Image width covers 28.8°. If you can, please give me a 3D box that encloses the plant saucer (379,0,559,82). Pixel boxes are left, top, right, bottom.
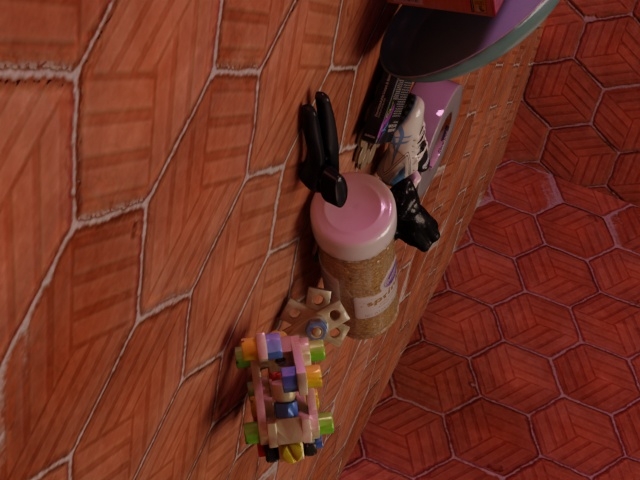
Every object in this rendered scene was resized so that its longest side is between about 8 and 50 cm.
[{"bbox_3d":[0.221,-0.323,1.709,0.044,0.317,0.317,48,53,-27],"label":"plant saucer"}]

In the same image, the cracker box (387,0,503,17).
[{"bbox_3d":[0.197,-0.406,1.674,0.232,0.155,0.067,-62,152,-31],"label":"cracker box"}]

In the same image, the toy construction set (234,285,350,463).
[{"bbox_3d":[-0.045,0.186,1.736,0.328,0.151,0.215,-56,140,-73],"label":"toy construction set"}]

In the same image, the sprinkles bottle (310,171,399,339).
[{"bbox_3d":[0.056,0.031,1.872,0.355,0.121,0.121,81,32,-64],"label":"sprinkles bottle"}]

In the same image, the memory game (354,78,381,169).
[{"bbox_3d":[0.092,-0.198,1.961,0.186,0.012,0.186,22,90,-79],"label":"memory game"}]

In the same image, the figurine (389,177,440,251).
[{"bbox_3d":[0.101,0.003,2.133,0.215,0.092,0.209,-49,159,-5],"label":"figurine"}]

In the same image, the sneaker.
[{"bbox_3d":[0.149,-0.163,2.061,0.237,0.086,0.085,100,14,-64],"label":"sneaker"}]

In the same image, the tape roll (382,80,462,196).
[{"bbox_3d":[0.187,-0.192,2.269,0.219,0.072,0.219,22,90,-80],"label":"tape roll"}]

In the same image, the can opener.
[{"bbox_3d":[0.005,-0.121,1.583,0.059,0.073,0.186,-52,153,-30],"label":"can opener"}]

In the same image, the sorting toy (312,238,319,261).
[{"bbox_3d":[0.000,0.000,1.895,0.062,0.012,0.083,-35,145,-66],"label":"sorting toy"}]

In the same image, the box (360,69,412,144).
[{"bbox_3d":[0.109,-0.225,1.888,0.116,0.029,0.162,-19,128,-74],"label":"box"}]
